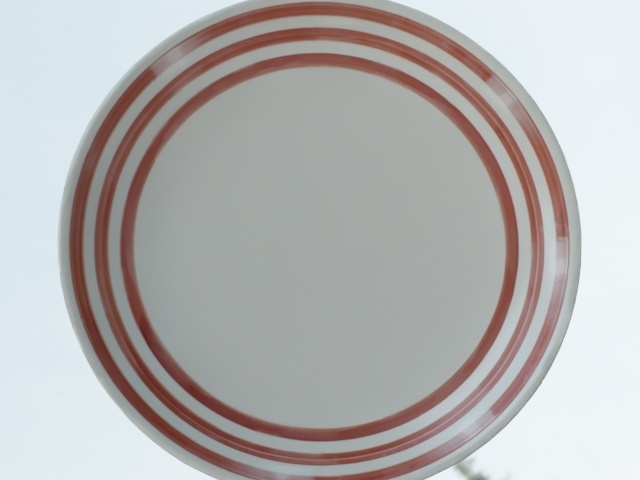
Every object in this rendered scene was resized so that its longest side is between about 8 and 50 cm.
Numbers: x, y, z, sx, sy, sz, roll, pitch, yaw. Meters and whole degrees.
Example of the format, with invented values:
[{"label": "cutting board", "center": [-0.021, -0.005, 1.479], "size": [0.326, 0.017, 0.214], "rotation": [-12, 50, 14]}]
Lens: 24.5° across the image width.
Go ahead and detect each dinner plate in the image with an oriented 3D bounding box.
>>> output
[{"label": "dinner plate", "center": [0.000, 0.000, 0.402], "size": [0.141, 0.141, 0.017], "rotation": [-34, -12, -9]}]
